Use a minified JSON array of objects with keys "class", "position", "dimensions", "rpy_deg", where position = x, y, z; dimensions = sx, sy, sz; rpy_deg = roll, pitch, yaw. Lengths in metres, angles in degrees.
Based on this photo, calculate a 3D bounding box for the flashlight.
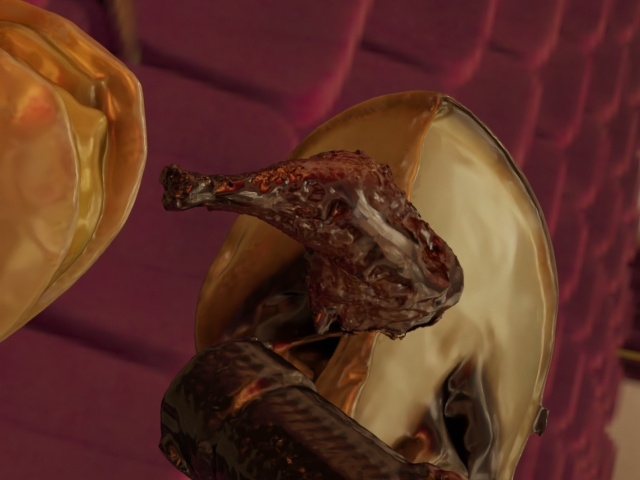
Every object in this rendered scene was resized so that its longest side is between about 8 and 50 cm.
[{"class":"flashlight","position":[0.025,0.116,0.712],"dimensions":[0.093,0.232,0.093],"rpy_deg":[-24,132,-29]}]

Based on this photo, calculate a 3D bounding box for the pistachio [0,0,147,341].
[{"class":"pistachio","position":[-0.152,-0.019,0.617],"dimensions":[0.117,0.201,0.145],"rpy_deg":[-25,112,-70]}]

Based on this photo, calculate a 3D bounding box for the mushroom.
[{"class":"mushroom","position":[0.044,0.076,1.266],"dimensions":[0.217,0.212,0.292],"rpy_deg":[43,46,-45]}]

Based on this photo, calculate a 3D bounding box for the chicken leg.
[{"class":"chicken leg","position":[0.005,-0.004,0.933],"dimensions":[0.093,0.053,0.205],"rpy_deg":[-46,126,3]}]
